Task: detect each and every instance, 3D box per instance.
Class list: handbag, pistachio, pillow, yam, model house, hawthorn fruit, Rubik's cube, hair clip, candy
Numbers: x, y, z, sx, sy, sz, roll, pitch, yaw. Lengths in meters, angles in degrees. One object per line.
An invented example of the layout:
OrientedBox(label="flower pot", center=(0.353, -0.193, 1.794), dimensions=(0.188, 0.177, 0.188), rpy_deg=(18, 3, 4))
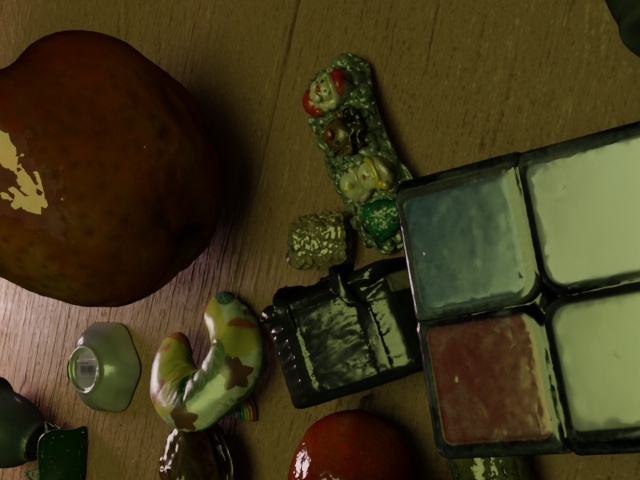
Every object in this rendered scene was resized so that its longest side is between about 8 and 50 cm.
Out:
OrientedBox(label="handbag", center=(0.053, 0.124, 1.232), dimensions=(0.255, 0.181, 0.181), rpy_deg=(-24, 81, 33))
OrientedBox(label="pistachio", center=(-0.214, 0.386, 1.448), dimensions=(0.165, 0.131, 0.210), rpy_deg=(-33, 52, 26))
OrientedBox(label="pillow", center=(-0.195, 0.213, 1.445), dimensions=(0.233, 0.086, 0.214), rpy_deg=(-40, 47, 12))
OrientedBox(label="yam", center=(0.218, 0.271, 1.147), dimensions=(0.107, 0.107, 0.194), rpy_deg=(-27, 72, 33))
OrientedBox(label="model house", center=(-0.540, 0.447, 1.696), dimensions=(0.088, 0.117, 0.166), rpy_deg=(6, 95, 40))
OrientedBox(label="hawthorn fruit", center=(-0.382, -0.104, 1.424), dimensions=(0.472, 0.472, 0.471), rpy_deg=(-2, 87, 36))
OrientedBox(label="Rubik's cube", center=(0.307, 0.061, 0.960), dimensions=(0.316, 0.318, 0.313), rpy_deg=(-14, 81, 36))
OrientedBox(label="hair clip", center=(-0.188, 0.271, 1.490), dimensions=(0.188, 0.033, 0.060), rpy_deg=(8, 92, 36))
OrientedBox(label="hawthorn fruit", center=(0.051, 0.328, 1.238), dimensions=(0.197, 0.196, 0.225), rpy_deg=(-20, 46, 34))
OrientedBox(label="candy", center=(0.000, 0.000, 1.341), dimensions=(0.110, 0.085, 0.095), rpy_deg=(2, 98, 26))
OrientedBox(label="hair clip", center=(0.053, -0.137, 1.292), dimensions=(0.138, 0.091, 0.321), rpy_deg=(-33, 70, 28))

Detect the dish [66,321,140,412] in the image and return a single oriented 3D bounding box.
OrientedBox(label="dish", center=(-0.440, 0.249, 1.657), dimensions=(0.191, 0.066, 0.190), rpy_deg=(-1, 88, 37))

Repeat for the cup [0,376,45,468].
OrientedBox(label="cup", center=(-0.644, 0.396, 1.751), dimensions=(0.150, 0.199, 0.199), rpy_deg=(15, 97, 18))

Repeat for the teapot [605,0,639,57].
OrientedBox(label="teapot", center=(0.506, -0.363, 0.874), dimensions=(0.376, 0.305, 0.361), rpy_deg=(13, 88, 8))
